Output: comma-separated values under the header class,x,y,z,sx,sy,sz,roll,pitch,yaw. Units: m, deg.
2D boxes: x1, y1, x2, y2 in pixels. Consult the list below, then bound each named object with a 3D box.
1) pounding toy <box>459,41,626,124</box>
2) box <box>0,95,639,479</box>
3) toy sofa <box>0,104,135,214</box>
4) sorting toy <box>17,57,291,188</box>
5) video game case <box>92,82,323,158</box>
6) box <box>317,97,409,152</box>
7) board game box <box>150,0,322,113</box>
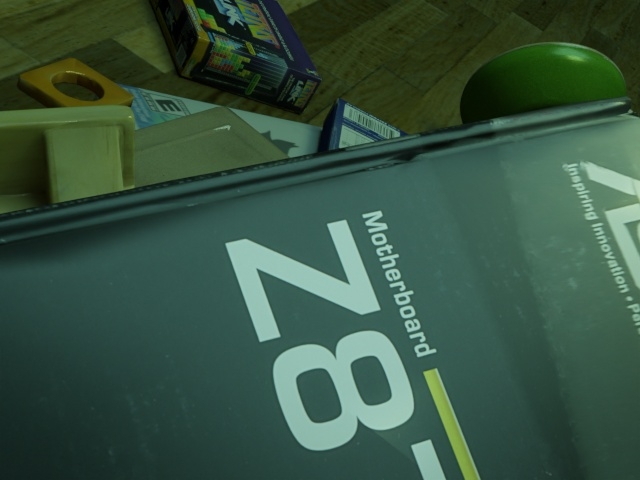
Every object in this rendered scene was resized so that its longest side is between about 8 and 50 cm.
class,x,y,z,sx,sy,sz,roll,pitch,yaw
pounding toy,0.271,-0.109,1.287,0.237,0.183,0.110,13,54,-16
box,0.020,0.171,0.331,0.318,0.097,0.395,-12,73,-25
toy sofa,-0.132,0.103,0.548,0.150,0.177,0.362,-6,41,-17
sorting toy,-0.071,-0.018,0.816,0.347,0.047,0.196,40,34,24
video game case,0.000,0.000,0.947,0.300,0.036,0.329,8,35,-39
box,0.059,-0.035,0.987,0.136,0.036,0.225,27,27,-9
board game box,-0.089,-0.209,1.194,0.141,0.048,0.170,13,32,-30
